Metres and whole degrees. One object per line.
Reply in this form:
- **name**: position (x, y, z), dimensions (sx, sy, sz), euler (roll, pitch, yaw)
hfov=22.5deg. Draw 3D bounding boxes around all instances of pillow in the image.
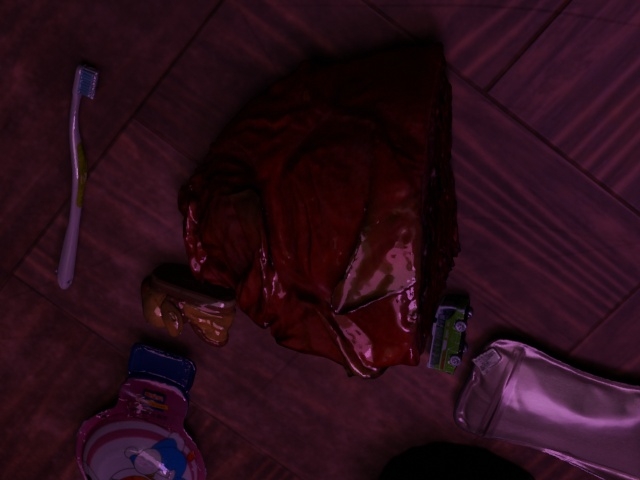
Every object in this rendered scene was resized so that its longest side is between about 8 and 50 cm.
- **pillow**: position (0.259, 0.181, 1.671), dimensions (0.233, 0.038, 0.130), euler (18, 118, 0)

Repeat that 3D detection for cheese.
- **cheese**: position (-0.194, 0.221, 1.772), dimensions (0.155, 0.062, 0.244), euler (18, 120, 3)

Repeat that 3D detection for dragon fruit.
- **dragon fruit**: position (0.000, 0.000, 1.561), dimensions (0.330, 0.302, 0.240), euler (-9, 150, 33)

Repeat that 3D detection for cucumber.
- **cucumber**: position (0.144, 0.315, 1.722), dimensions (0.191, 0.130, 0.191), euler (6, 116, 12)

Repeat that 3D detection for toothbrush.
- **toothbrush**: position (-0.254, -0.062, 1.648), dimensions (0.026, 0.022, 0.263), euler (21, 121, 13)

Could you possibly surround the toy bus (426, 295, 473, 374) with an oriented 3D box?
- **toy bus**: position (0.134, 0.096, 1.654), dimensions (0.037, 0.031, 0.083), euler (15, 121, 14)

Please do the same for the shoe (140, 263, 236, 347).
- **shoe**: position (-0.139, 0.071, 1.670), dimensions (0.109, 0.072, 0.069), euler (7, 115, 7)
